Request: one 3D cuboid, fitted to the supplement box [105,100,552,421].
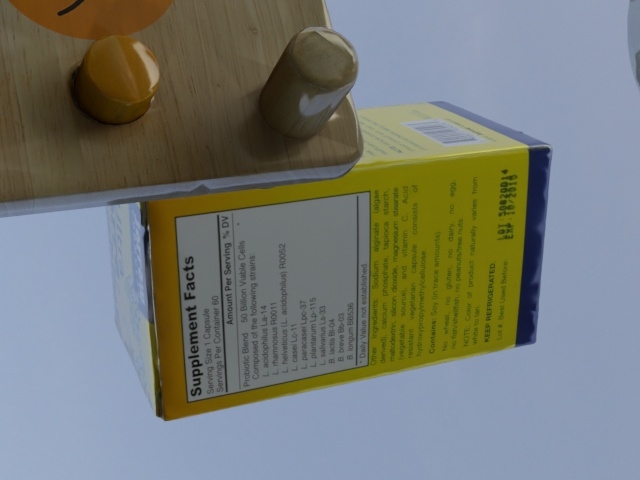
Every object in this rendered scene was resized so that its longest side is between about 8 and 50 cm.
[{"bbox_3d":[0.000,0.000,0.832,0.195,0.357,0.194,-139,-135,-60],"label":"supplement box"}]

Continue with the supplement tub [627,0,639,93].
[{"bbox_3d":[0.295,-0.099,0.407,0.228,0.316,0.228,-2,-76,-7],"label":"supplement tub"}]

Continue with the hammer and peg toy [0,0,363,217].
[{"bbox_3d":[-0.142,-0.186,0.484,0.127,0.266,0.361,133,-55,-62],"label":"hammer and peg toy"}]
